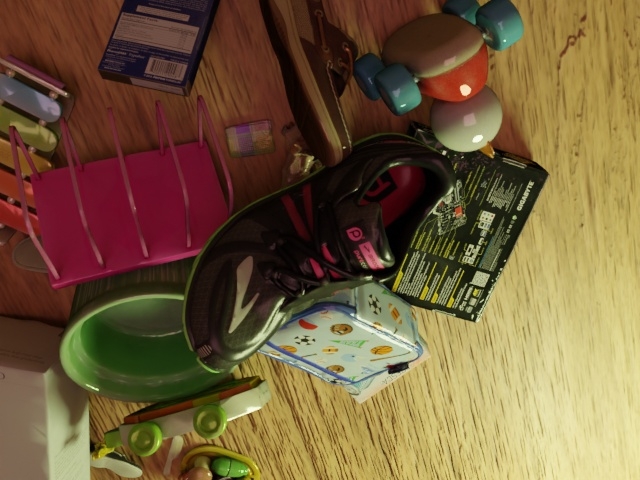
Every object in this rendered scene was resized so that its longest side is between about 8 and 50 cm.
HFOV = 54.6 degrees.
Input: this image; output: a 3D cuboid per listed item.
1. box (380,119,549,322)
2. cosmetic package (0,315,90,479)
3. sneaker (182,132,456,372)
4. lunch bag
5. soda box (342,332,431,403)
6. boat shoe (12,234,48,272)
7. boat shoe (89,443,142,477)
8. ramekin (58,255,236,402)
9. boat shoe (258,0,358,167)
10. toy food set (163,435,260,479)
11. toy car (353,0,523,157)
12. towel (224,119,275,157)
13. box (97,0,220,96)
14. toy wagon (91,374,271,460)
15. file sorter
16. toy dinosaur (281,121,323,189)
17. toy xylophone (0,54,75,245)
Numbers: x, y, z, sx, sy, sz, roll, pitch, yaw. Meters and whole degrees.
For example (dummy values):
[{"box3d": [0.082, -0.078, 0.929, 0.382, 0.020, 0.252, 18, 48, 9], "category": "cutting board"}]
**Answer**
[{"box3d": [0.229, -0.026, 1.139, 0.257, 0.079, 0.322, 16, 111, -8], "category": "box"}, {"box3d": [-0.575, 0.352, 1.190, 0.217, 0.156, 0.385, 8, 113, 6], "category": "cosmetic package"}, {"box3d": [0.000, 0.000, 0.895, 0.483, 0.202, 0.185, -43, 114, -14], "category": "sneaker"}, {"box3d": [0.028, 0.168, 1.122, 0.243, 0.115, 0.303, -28, 136, 30], "category": "lunch bag"}, {"box3d": [0.130, 0.249, 1.258, 0.183, 0.058, 0.063, -37, 110, 11], "category": "soda box"}, {"box3d": [-0.432, 0.030, 1.119, 0.233, 0.084, 0.079, -3, 155, -2], "category": "boat shoe"}, {"box3d": [-0.439, 0.471, 1.327, 0.125, 0.038, 0.046, 20, 120, -9], "category": "boat shoe"}, {"box3d": [-0.291, 0.140, 1.091, 0.303, 0.148, 0.303, -8, 135, -8], "category": "ramekin"}, {"box3d": [0.002, -0.278, 0.937, 0.123, 0.123, 0.342, -15, 72, -10], "category": "boat shoe"}, {"box3d": [-0.238, 0.517, 1.340, 0.218, 0.071, 0.128, 23, 109, -12], "category": "toy food set"}, {"box3d": [0.210, -0.229, 0.992, 0.219, 0.210, 0.238, -33, 119, -1], "category": "toy car"}, {"box3d": [-0.122, -0.177, 1.090, 0.083, 0.009, 0.060, -10, 114, 1], "category": "towel"}, {"box3d": [-0.237, -0.335, 0.947, 0.136, 0.036, 0.225, 13, 74, 2], "category": "box"}, {"box3d": [-0.269, 0.334, 1.165, 0.344, 0.267, 0.068, -16, 84, 4], "category": "toy wagon"}, {"box3d": [-0.291, -0.084, 0.941, 0.290, 0.202, 0.182, -14, 157, -16], "category": "file sorter"}, {"box3d": [0.006, -0.058, 1.093, 0.200, 0.127, 0.296, -37, 116, 4], "category": "toy dinosaur"}, {"box3d": [-0.547, -0.159, 1.033, 0.236, 0.081, 0.323, 19, 110, -11], "category": "toy xylophone"}]
